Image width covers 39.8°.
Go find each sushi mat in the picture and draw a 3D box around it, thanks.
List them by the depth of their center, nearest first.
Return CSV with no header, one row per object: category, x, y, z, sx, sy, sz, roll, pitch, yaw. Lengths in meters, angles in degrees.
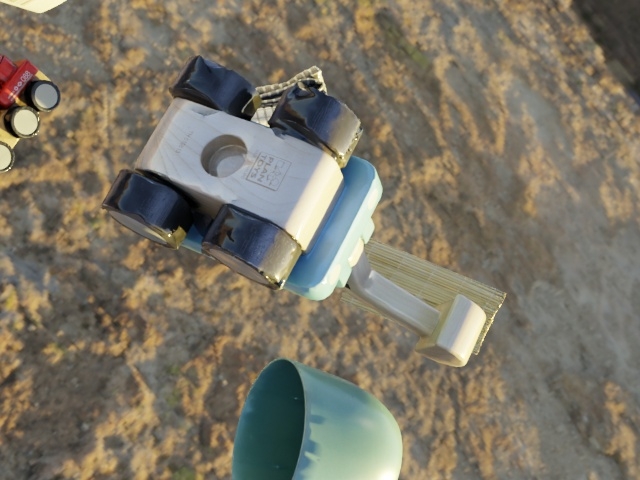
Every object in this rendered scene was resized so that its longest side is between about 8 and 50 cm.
sushi mat,0.207,0.114,1.807,0.316,0.151,0.019,22,22,-3

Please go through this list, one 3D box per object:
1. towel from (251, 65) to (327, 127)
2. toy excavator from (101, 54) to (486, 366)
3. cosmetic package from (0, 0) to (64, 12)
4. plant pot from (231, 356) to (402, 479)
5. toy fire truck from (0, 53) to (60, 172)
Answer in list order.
towel,-0.089,-0.269,1.982,0.283,0.235,0.121,85,-5,-74
toy excavator,0.000,0.000,1.175,0.433,0.222,0.445,21,-14,21
cosmetic package,-0.400,-0.434,1.173,0.117,0.085,0.231,7,79,-49
plant pot,0.004,0.382,1.611,0.235,0.293,0.293,18,45,-25
toy fire truck,-0.595,-0.257,1.506,0.246,0.158,0.217,46,64,-35
